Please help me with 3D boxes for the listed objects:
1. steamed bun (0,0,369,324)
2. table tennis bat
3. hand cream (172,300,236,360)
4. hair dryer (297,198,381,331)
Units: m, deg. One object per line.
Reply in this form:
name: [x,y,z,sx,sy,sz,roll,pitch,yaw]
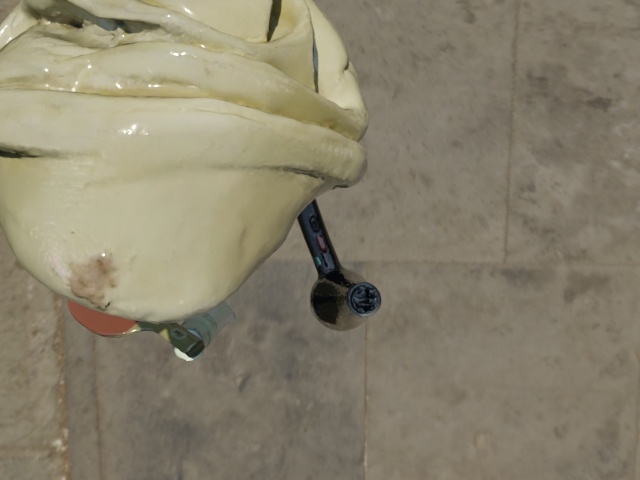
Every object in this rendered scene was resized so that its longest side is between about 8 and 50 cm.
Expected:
steamed bun: [-0.135,-0.127,0.784,0.310,0.324,0.219,31,141,30]
table tennis bat: [-0.242,0.092,1.330,0.138,0.246,0.022,-38,136,-26]
hand cream: [-0.170,0.119,1.477,0.050,0.205,0.078,-34,98,16]
hair dryer: [0.000,0.000,1.384,0.091,0.235,0.271,-24,90,-10]
